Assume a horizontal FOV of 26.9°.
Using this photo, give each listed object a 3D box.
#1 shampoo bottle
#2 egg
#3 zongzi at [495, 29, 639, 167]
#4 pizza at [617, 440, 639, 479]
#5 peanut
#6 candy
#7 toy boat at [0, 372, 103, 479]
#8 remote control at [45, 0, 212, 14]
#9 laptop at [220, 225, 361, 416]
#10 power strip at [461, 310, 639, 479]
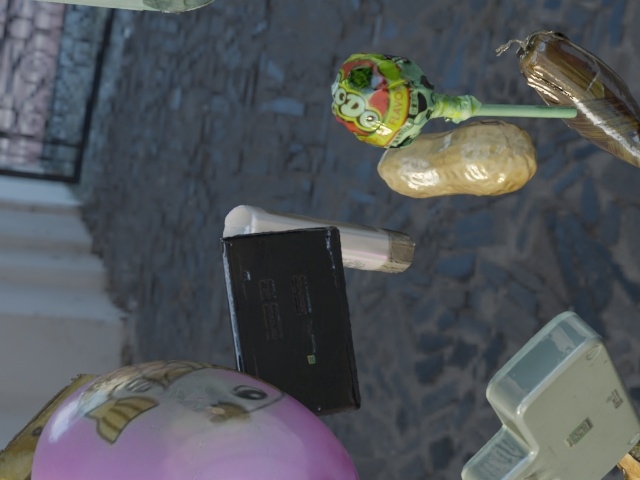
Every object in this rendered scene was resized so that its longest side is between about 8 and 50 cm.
[{"bbox_3d":[0.000,0.000,1.634,0.086,0.227,0.056,1,83,62],"label":"shampoo bottle"},{"bbox_3d":[-0.091,0.177,0.888,0.271,0.196,0.196,1,85,42],"label":"egg"},{"bbox_3d":[0.420,-0.213,2.055,0.111,0.248,0.241,-48,43,13],"label":"zongzi"},{"bbox_3d":[0.564,0.411,1.987,0.392,0.080,0.435,45,166,31],"label":"pizza"},{"bbox_3d":[0.194,-0.116,1.934,0.120,0.236,0.110,-54,-44,-60],"label":"peanut"},{"bbox_3d":[0.137,-0.131,1.265,0.083,0.305,0.091,-52,54,38],"label":"candy"},{"bbox_3d":[-0.259,0.214,1.313,0.068,0.226,0.088,7,126,27],"label":"toy boat"},{"bbox_3d":[-0.216,-0.283,1.380,0.104,0.247,0.052,136,131,-56],"label":"remote control"},{"bbox_3d":[-0.028,0.086,1.361,0.016,0.135,0.197,166,97,-67],"label":"laptop"},{"bbox_3d":[0.232,0.199,1.385,0.193,0.265,0.059,-43,53,-6],"label":"power strip"}]
